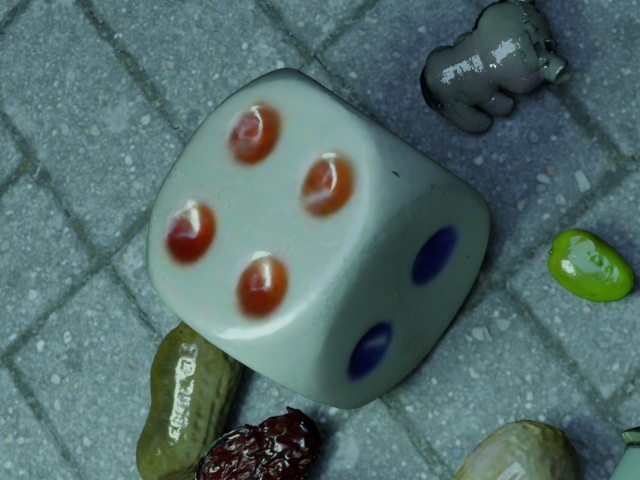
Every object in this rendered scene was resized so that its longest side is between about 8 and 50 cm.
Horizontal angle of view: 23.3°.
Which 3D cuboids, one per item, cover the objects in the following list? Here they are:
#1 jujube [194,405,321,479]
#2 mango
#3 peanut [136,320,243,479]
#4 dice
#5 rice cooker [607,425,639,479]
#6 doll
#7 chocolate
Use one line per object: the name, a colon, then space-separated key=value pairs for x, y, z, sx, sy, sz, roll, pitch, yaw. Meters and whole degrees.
jujube: x=-0.073 y=0.277 z=1.893 sx=0.166 sy=0.104 sz=0.104 roll=-27 pitch=68 yaw=9
mango: x=0.313 y=0.031 z=1.786 sx=0.108 sy=0.056 sz=0.073 roll=27 pitch=96 yaw=25
peanut: x=-0.170 y=0.210 z=1.952 sx=0.120 sy=0.110 sz=0.236 roll=20 pitch=97 yaw=23
dice: x=0.000 y=0.000 z=1.801 sx=0.277 sy=0.304 sz=0.304 roll=37 pitch=95 yaw=27
rice cooker: x=0.381 y=0.328 z=1.554 sx=0.264 sy=0.316 sz=0.317 roll=31 pitch=93 yaw=10
doll: x=0.206 y=-0.222 z=1.873 sx=0.192 sy=0.095 sz=0.149 roll=-33 pitch=65 yaw=18
chocolate: x=0.171 y=0.331 z=1.745 sx=0.134 sy=0.134 sz=0.309 roll=40 pitch=98 yaw=27
